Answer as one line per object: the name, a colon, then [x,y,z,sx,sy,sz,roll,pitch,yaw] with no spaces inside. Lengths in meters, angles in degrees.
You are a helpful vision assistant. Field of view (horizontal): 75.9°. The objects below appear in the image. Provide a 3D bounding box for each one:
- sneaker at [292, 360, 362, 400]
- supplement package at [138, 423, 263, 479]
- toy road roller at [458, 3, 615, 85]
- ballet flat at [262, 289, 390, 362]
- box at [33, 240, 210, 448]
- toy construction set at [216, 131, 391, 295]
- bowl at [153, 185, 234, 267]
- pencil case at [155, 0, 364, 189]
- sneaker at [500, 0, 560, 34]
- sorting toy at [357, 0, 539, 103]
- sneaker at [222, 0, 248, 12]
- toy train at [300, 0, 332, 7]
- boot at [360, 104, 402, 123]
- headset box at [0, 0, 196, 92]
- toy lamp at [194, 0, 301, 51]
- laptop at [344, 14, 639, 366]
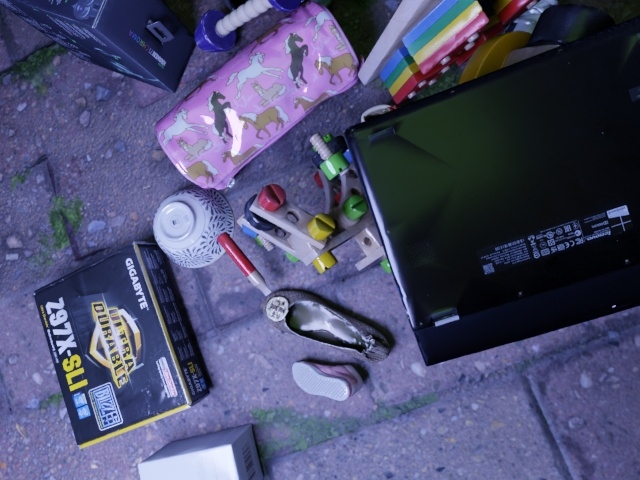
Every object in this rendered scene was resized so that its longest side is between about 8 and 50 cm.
sneaker: [0.015,0.248,0.743,0.135,0.070,0.050,5,95,40]
supplement package: [-0.210,0.414,0.735,0.180,0.105,0.105,-16,83,8]
toy road roller: [0.361,-0.205,0.657,0.330,0.240,0.202,15,103,-24]
ballet flat: [0.006,0.155,0.743,0.250,0.058,0.084,22,88,12]
box: [-0.390,0.197,0.796,0.257,0.079,0.321,-24,81,13]
toy construction set: [0.000,0.000,0.697,0.309,0.257,0.237,-37,92,26]
bowl: [-0.263,-0.031,0.800,0.170,0.080,0.169,-1,86,11]
pencil case: [-0.108,-0.259,0.754,0.386,0.167,0.160,-38,45,5]
sneaker: [0.366,-0.413,0.681,0.094,0.153,0.234,29,91,13]
sorting toy: [0.216,-0.332,0.628,0.257,0.255,0.089,-34,93,-11]
sneaker: [-0.149,-0.520,0.729,0.109,0.286,0.130,-26,85,-8]
toy train: [0.027,-0.580,0.777,0.334,0.142,0.190,-30,67,9]
boot: [0.148,-0.215,0.739,0.158,0.084,0.059,-6,82,8]
headset box: [-0.416,-0.424,0.780,0.283,0.246,0.131,23,90,13]
toy lamp: [-0.149,-0.410,0.753,0.275,0.080,0.080,5,85,49]
laptop: [0.284,-0.013,0.576,0.383,0.236,0.407,-19,94,8]
